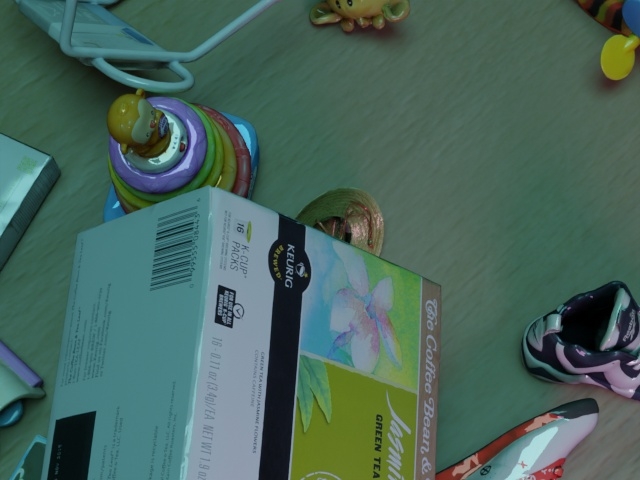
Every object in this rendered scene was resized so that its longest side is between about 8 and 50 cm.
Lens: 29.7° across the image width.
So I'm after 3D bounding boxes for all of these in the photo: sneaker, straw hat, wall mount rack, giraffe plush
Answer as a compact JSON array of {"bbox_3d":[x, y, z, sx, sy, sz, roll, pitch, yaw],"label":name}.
[{"bbox_3d":[0.339,0.108,1.288,0.234,0.153,0.094,11,71,6],"label":"sneaker"},{"bbox_3d":[0.000,0.000,1.384,0.144,0.144,0.061,-47,37,-15],"label":"straw hat"},{"bbox_3d":[-0.214,-0.294,1.432,0.304,0.131,0.350,-6,32,-41],"label":"wall mount rack"},{"bbox_3d":[0.042,-0.352,1.490,0.210,0.181,0.171,19,78,-28],"label":"giraffe plush"},{"bbox_3d":[0.201,0.284,1.259,0.270,0.090,0.145,-28,72,-6],"label":"sneaker"}]

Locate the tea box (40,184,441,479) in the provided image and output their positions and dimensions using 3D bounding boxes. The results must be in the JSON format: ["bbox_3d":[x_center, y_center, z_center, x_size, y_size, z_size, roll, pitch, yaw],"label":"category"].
[{"bbox_3d":[-0.067,0.168,1.160,0.220,0.323,0.329,-16,62,42],"label":"tea box"}]

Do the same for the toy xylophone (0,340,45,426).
[{"bbox_3d":[-0.430,0.249,1.288,0.322,0.081,0.236,-38,73,-13],"label":"toy xylophone"}]

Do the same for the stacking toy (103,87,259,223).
[{"bbox_3d":[-0.170,-0.098,1.295,0.165,0.302,0.175,14,81,7],"label":"stacking toy"}]

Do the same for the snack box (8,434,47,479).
[{"bbox_3d":[-0.300,0.369,1.179,0.060,0.187,0.322,20,70,26],"label":"snack box"}]

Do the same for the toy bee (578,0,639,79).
[{"bbox_3d":[0.422,-0.248,1.445,0.195,0.162,0.298,-28,46,-1],"label":"toy bee"}]

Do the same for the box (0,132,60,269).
[{"bbox_3d":[-0.505,-0.059,1.425,0.322,0.058,0.232,25,71,9],"label":"box"}]
